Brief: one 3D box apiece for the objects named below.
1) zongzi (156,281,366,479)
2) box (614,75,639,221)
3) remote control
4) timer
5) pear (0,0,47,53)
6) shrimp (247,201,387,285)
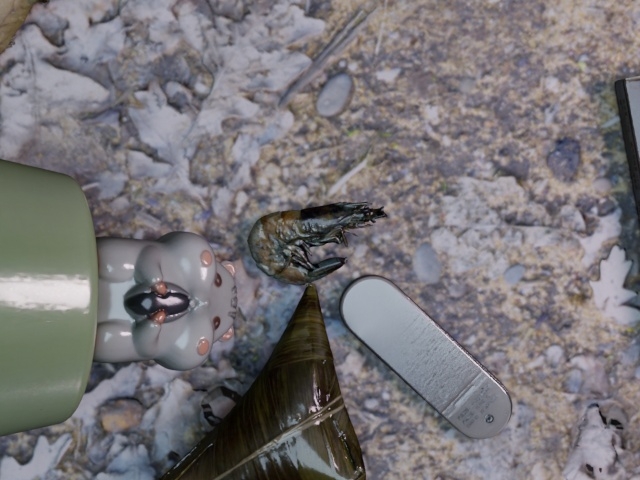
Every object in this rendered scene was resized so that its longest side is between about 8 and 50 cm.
[{"bbox_3d":[-0.090,0.193,1.184,0.248,0.111,0.240,-16,77,5],"label":"zongzi"},{"bbox_3d":[0.454,-0.040,1.201,0.181,0.047,0.324,-12,94,-1],"label":"box"},{"bbox_3d":[0.121,0.135,1.215,0.245,0.022,0.077,43,94,-5],"label":"remote control"},{"bbox_3d":[-0.235,0.061,1.102,0.316,0.291,0.290,2,95,-26],"label":"timer"},{"bbox_3d":[-0.432,-0.274,1.076,0.267,0.267,0.178,-39,77,1],"label":"pear"},{"bbox_3d":[0.000,0.000,1.198,0.161,0.034,0.091,-14,107,5],"label":"shrimp"}]
